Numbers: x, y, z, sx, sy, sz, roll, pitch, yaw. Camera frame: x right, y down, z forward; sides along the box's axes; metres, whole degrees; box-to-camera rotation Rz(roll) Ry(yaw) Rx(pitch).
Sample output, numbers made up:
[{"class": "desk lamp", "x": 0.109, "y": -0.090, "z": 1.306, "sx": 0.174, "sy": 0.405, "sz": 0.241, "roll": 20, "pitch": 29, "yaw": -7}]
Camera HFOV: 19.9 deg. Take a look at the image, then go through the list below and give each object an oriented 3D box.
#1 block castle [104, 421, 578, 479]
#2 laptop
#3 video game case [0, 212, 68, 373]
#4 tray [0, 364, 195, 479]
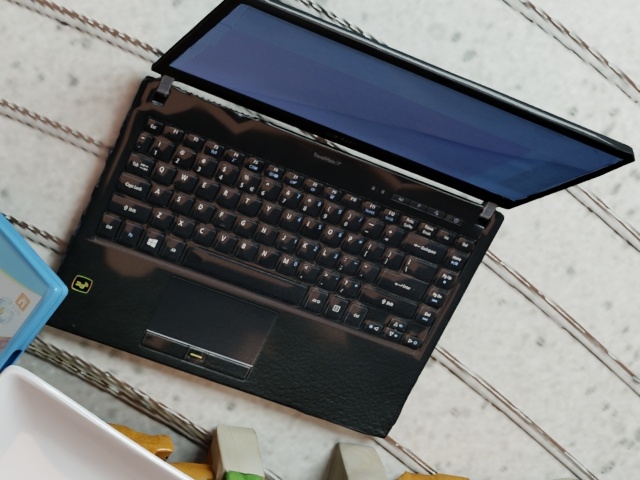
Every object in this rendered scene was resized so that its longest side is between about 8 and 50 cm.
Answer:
[{"class": "block castle", "x": -0.036, "y": 0.286, "z": 1.094, "sx": 0.453, "sy": 0.213, "sz": 0.303, "roll": 11, "pitch": 113, "yaw": -14}, {"class": "laptop", "x": 0.000, "y": 0.000, "z": 1.007, "sx": 0.234, "sy": 0.136, "sz": 0.264, "roll": 21, "pitch": 110, "yaw": -17}, {"class": "video game case", "x": -0.226, "y": 0.050, "z": 1.020, "sx": 0.166, "sy": 0.119, "sz": 0.015, "roll": -51, "pitch": 156, "yaw": 15}, {"class": "tray", "x": -0.177, "y": 0.204, "z": 0.947, "sx": 0.145, "sy": 0.030, "sz": 0.270, "roll": 35, "pitch": 97, "yaw": -10}]
